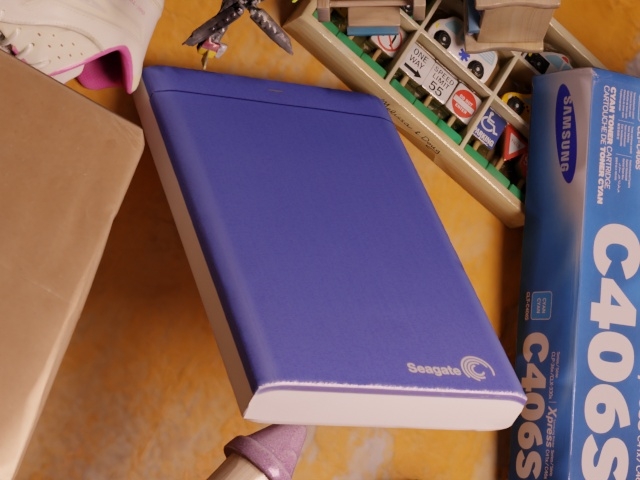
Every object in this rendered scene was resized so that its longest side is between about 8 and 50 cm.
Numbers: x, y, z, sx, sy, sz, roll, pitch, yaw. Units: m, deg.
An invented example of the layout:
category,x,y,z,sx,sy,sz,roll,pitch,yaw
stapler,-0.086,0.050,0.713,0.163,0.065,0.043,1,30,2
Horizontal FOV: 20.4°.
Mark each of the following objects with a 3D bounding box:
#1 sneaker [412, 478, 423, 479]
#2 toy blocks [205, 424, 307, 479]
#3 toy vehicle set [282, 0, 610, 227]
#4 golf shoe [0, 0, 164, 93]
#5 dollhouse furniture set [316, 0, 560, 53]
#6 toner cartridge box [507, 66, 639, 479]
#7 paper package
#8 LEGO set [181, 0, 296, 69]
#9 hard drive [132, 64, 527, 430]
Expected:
category,x,y,z,sx,sy,sz,roll,pitch,yaw
sneaker,0.167,0.292,1.383,0.300,0.121,0.111,38,65,-19
toy blocks,-0.007,0.271,1.180,0.260,0.309,0.288,-43,103,-22
toy vehicle set,0.112,-0.155,1.483,0.267,0.035,0.166,40,65,-18
golf shoe,-0.211,-0.171,1.219,0.306,0.115,0.140,1,97,-53
dollhouse furniture set,0.089,-0.227,1.412,0.183,0.129,0.129,-1,79,1
toner cartridge box,0.248,0.043,1.474,0.165,0.075,0.348,9,82,-37
paper package,-0.316,-0.004,1.139,0.325,0.168,0.309,28,67,-22
LEGO set,-0.073,-0.274,1.111,0.331,0.255,0.192,38,22,-38
hard drive,0.000,0.000,1.285,0.210,0.040,0.319,5,42,-29
